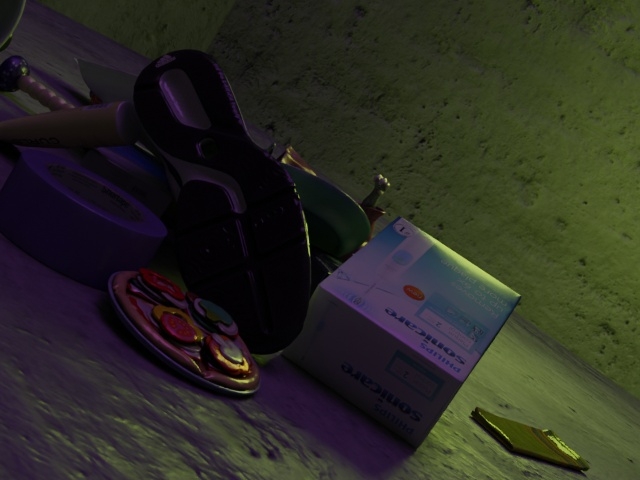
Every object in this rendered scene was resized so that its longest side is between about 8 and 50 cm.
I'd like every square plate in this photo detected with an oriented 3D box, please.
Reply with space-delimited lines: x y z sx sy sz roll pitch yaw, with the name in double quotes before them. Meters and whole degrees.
"square plate" -0.213 -0.154 1.783 0.347 0.049 0.344 22 -15 41

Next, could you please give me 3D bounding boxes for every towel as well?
"towel" 0.339 0.319 1.721 0.237 0.021 0.102 24 11 -45

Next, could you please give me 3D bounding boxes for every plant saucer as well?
"plant saucer" -0.078 -0.040 1.718 0.317 0.044 0.318 15 -21 6

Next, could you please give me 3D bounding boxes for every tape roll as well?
"tape roll" -0.277 -0.023 1.242 0.189 0.080 0.189 32 9 -5

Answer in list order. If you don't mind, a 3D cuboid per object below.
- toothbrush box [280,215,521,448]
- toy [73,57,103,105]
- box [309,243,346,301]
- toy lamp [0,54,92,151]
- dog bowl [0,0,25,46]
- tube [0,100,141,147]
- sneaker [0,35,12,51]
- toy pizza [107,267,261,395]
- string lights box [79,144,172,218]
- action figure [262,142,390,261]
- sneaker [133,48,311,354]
"toothbrush box" 0.116 0.112 1.444 0.216 0.126 0.295 34 30 12
"toy" -0.451 -0.293 2.312 0.137 0.056 0.237 29 13 -48
"box" 0.017 0.084 1.669 0.158 0.093 0.156 26 10 -32
"toy lamp" -0.440 -0.226 1.859 0.274 0.080 0.080 35 9 17
"dog bowl" -0.592 -0.398 1.649 0.104 0.265 0.265 35 8 37
"tube" -0.363 -0.152 1.493 0.240 0.062 0.070 -2 -49 24
"sneaker" -0.735 -0.458 2.079 0.286 0.109 0.130 28 15 -13
"toy pizza" -0.140 0.092 1.160 0.201 0.032 0.201 36 11 -8
"string lights box" -0.289 -0.090 1.612 0.133 0.077 0.260 31 8 -10
"action figure" 0.000 0.000 2.035 0.370 0.248 0.275 42 -38 -17
"sneaker" -0.103 -0.023 1.445 0.257 0.169 0.448 67 1 -62
